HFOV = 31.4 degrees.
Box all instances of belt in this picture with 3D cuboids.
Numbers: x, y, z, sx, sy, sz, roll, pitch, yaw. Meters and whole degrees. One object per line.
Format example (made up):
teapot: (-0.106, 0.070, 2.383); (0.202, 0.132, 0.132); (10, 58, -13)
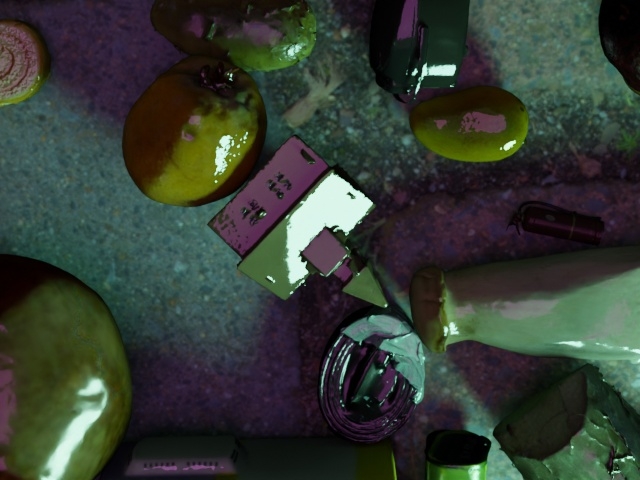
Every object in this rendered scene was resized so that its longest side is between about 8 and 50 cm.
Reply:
belt: (0.075, 0.187, 1.614); (0.151, 0.078, 0.198); (17, 101, -1)

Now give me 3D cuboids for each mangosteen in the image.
mangosteen: (0.465, -0.262, 1.457); (0.228, 0.228, 0.265); (-3, 143, 2)

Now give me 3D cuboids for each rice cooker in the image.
rice cooker: (0.128, -0.280, 1.482); (0.118, 0.142, 0.203); (3, 106, -12)

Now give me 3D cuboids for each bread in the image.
bread: (-0.441, -0.241, 1.538); (0.149, 0.073, 0.122); (-8, 97, 1)

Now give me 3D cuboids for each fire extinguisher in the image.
fire extinguisher: (0.326, -0.024, 1.583); (0.132, 0.039, 0.056); (12, 70, -1)

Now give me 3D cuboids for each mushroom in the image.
mushroom: (0.328, 0.090, 1.560); (0.407, 0.137, 0.154); (-5, 114, 5)

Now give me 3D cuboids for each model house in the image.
model house: (0.000, 0.000, 1.521); (0.248, 0.176, 0.181); (45, 99, -3)

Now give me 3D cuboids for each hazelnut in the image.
hazelnut: (-0.422, 0.199, 1.506); (0.365, 0.366, 0.366); (0, 102, 1)

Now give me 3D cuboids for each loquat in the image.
loquat: (-0.161, -0.141, 1.484); (0.176, 0.187, 0.234); (31, 128, -9)

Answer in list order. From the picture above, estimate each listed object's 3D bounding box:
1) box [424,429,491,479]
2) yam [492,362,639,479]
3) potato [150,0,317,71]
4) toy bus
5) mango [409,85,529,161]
box: (0.192, 0.454, 1.642); (0.097, 0.134, 0.346); (2, 101, 5)
yam: (0.391, 0.308, 1.583); (0.202, 0.201, 0.271); (-42, 92, 8)
potato: (-0.114, -0.286, 1.508); (0.225, 0.090, 0.117); (8, 88, 3)
toy bus: (-0.108, 0.402, 1.596); (0.439, 0.209, 0.249); (-1, 103, 2)
mango: (0.200, -0.158, 1.539); (0.161, 0.076, 0.103); (1, 107, 4)
